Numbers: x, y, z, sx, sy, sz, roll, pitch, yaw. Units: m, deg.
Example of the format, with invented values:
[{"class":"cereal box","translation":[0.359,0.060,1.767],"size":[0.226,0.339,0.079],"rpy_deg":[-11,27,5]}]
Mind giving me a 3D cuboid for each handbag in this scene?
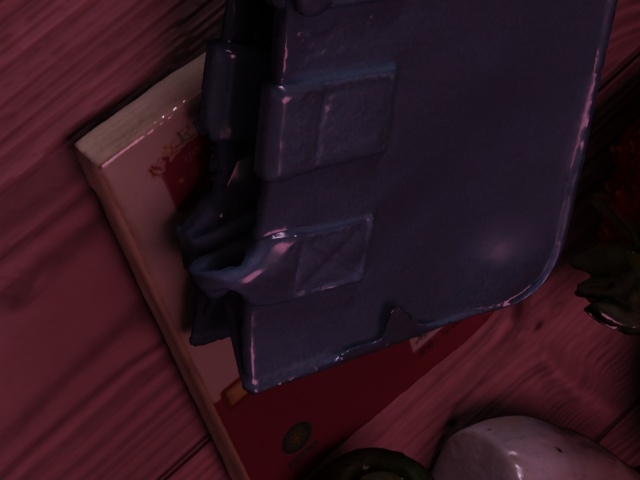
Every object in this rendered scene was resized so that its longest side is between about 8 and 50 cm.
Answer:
[{"class":"handbag","translation":[0.027,-0.063,0.557],"size":[0.179,0.062,0.229],"rpy_deg":[-16,127,-34]}]

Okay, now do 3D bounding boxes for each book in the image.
[{"class":"book","translation":[0.000,0.000,0.634],"size":[0.162,0.022,0.232],"rpy_deg":[-39,137,-19]}]

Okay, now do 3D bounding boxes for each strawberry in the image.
[{"class":"strawberry","translation":[0.195,-0.024,0.748],"size":[0.140,0.085,0.192],"rpy_deg":[7,93,-29]}]

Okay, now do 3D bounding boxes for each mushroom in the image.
[{"class":"mushroom","translation":[0.148,0.159,0.832],"size":[0.223,0.081,0.092],"rpy_deg":[27,87,-43]}]

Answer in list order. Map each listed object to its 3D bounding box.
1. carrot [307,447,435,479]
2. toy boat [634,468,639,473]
[{"class":"carrot","translation":[0.024,0.214,0.771],"size":[0.078,0.078,0.298],"rpy_deg":[-30,143,-24]},{"class":"toy boat","translation":[0.186,0.198,0.950],"size":[0.063,0.016,0.115],"rpy_deg":[-2,118,-40]}]
